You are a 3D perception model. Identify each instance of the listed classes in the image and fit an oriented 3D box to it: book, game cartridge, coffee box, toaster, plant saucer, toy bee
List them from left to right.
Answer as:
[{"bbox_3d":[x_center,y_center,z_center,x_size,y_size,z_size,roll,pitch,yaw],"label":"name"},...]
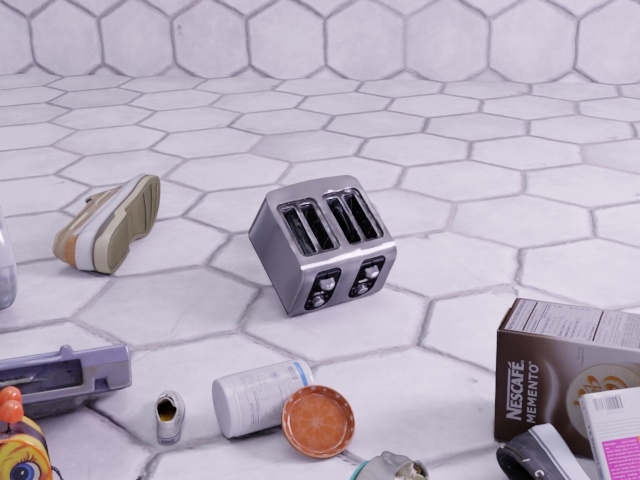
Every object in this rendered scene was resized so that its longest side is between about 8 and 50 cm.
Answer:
[{"bbox_3d":[-0.389,0.164,1.019,0.355,0.068,0.230,-7,-4,-15],"label":"game cartridge"},{"bbox_3d":[-0.316,0.217,0.868,0.298,0.162,0.195,-19,25,-38],"label":"toy bee"},{"bbox_3d":[-0.003,0.200,1.029,0.083,0.013,0.083,8,57,-12],"label":"plant saucer"},{"bbox_3d":[0.000,0.000,1.369,0.168,0.110,0.186,-13,61,-29],"label":"toaster"},{"bbox_3d":[0.318,0.156,1.002,0.246,0.141,0.098,6,22,23],"label":"coffee box"},{"bbox_3d":[0.309,0.211,0.882,0.096,0.035,0.144,-6,66,-3],"label":"book"}]

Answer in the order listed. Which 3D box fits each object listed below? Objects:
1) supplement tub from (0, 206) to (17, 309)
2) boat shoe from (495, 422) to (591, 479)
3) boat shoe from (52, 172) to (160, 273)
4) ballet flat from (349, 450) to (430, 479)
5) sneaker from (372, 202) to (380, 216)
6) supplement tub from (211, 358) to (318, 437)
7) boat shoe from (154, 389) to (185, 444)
[{"bbox_3d":[-0.603,0.039,1.304,0.316,0.193,0.193,-15,25,-29],"label":"supplement tub"},{"bbox_3d":[0.219,0.249,0.865,0.076,0.080,0.228,-20,25,0],"label":"boat shoe"},{"bbox_3d":[-0.359,-0.044,1.608,0.103,0.113,0.302,7,23,7],"label":"boat shoe"},{"bbox_3d":[0.066,0.230,0.847,0.068,0.072,0.213,9,-2,13],"label":"ballet flat"},{"bbox_3d":[0.007,-0.035,1.556,0.252,0.111,0.103,11,24,30],"label":"sneaker"},{"bbox_3d":[-0.063,0.179,1.067,0.107,0.071,0.071,-11,23,-22],"label":"supplement tub"},{"bbox_3d":[-0.176,0.195,1.083,0.035,0.035,0.100,-3,22,-3],"label":"boat shoe"}]
